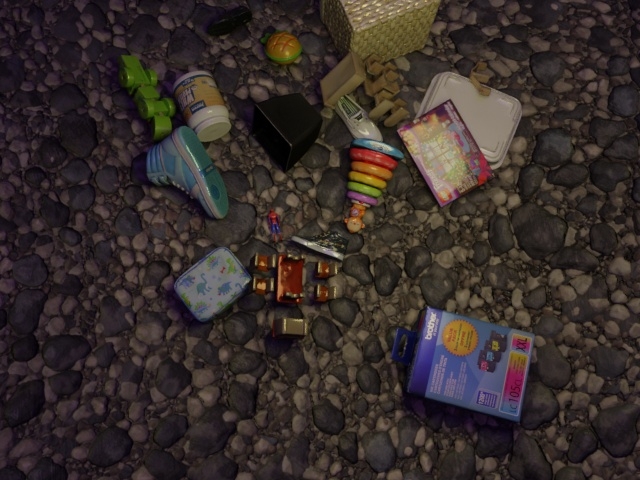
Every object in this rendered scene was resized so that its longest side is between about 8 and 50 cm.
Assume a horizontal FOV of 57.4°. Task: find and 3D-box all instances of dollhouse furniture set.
[{"bbox_3d":[-0.096,0.171,1.805,0.262,0.135,0.259,7,73,-19],"label":"dollhouse furniture set"},{"bbox_3d":[0.143,-0.491,1.927,0.242,0.161,0.212,16,53,-38],"label":"dollhouse furniture set"}]

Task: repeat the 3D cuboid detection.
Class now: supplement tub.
[{"bbox_3d":[-0.391,-0.444,1.941,0.144,0.144,0.200,-25,78,-6],"label":"supplement tub"}]

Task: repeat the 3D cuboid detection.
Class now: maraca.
[{"bbox_3d":[-0.137,-0.676,2.024,0.127,0.099,0.186,-20,53,-13],"label":"maraca"}]

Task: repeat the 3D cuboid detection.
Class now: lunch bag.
[{"bbox_3d":[-0.334,0.136,1.836,0.219,0.090,0.176,-40,81,-9],"label":"lunch bag"}]

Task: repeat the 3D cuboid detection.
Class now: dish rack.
[{"bbox_3d":[0.505,-0.420,1.980,0.333,0.072,0.285,24,77,4],"label":"dish rack"}]

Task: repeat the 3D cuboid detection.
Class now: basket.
[{"bbox_3d":[0.192,-0.775,1.928,0.328,0.331,0.266,-22,80,-5],"label":"basket"}]

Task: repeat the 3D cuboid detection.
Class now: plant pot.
[{"bbox_3d":[-0.100,-0.369,1.917,0.167,0.188,0.187,-36,79,-21],"label":"plant pot"}]

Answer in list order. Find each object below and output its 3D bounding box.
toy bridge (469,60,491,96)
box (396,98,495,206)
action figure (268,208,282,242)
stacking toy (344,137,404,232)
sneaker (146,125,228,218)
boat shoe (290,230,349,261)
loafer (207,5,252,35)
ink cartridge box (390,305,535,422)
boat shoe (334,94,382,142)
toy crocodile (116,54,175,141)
[{"bbox_3d":[0.539,-0.553,1.982,0.063,0.026,0.188,13,46,-3],"label":"toy bridge"},{"bbox_3d":[0.407,-0.283,1.906,0.201,0.057,0.293,-31,90,7],"label":"box"},{"bbox_3d":[-0.150,-0.050,1.912,0.038,0.030,0.115,-9,72,-8],"label":"action figure"},{"bbox_3d":[0.143,-0.170,1.896,0.175,0.166,0.302,17,92,-3],"label":"stacking toy"},{"bbox_3d":[-0.446,-0.191,1.909,0.208,0.127,0.319,-22,98,21],"label":"sneaker"},{"bbox_3d":[0.000,0.000,1.887,0.183,0.065,0.083,20,76,-3],"label":"boat shoe"},{"bbox_3d":[-0.327,-0.778,2.069,0.170,0.062,0.061,-25,56,-9],"label":"loafer"},{"bbox_3d":[0.409,0.362,1.762,0.395,0.151,0.270,14,77,4],"label":"ink cartridge box"},{"bbox_3d":[0.121,-0.405,1.970,0.083,0.076,0.226,-44,81,-9],"label":"boat shoe"},{"bbox_3d":[-0.595,-0.489,1.977,0.115,0.105,0.340,-19,73,-47],"label":"toy crocodile"}]
